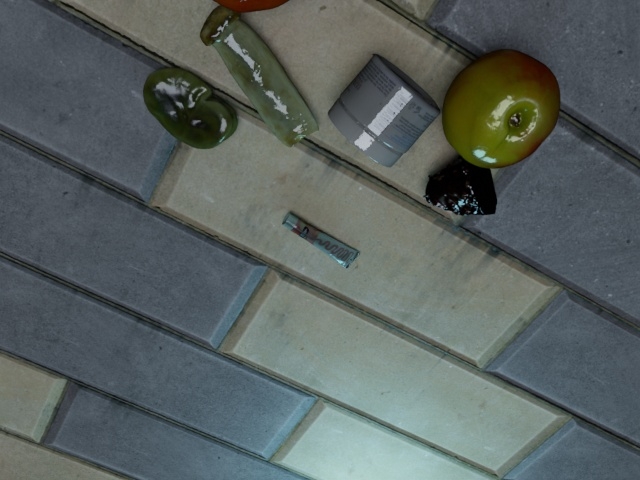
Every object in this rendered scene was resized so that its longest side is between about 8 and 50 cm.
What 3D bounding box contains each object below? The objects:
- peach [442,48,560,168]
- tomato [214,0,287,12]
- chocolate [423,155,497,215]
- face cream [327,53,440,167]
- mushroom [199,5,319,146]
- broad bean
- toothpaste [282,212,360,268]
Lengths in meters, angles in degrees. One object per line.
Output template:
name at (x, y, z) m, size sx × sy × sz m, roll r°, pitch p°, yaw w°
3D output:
peach at (0.346, -0.253, 1.026) m, size 0.231 × 0.231 × 0.230 m, roll 1°, pitch 119°, yaw 2°
tomato at (-0.124, -0.524, 0.895) m, size 0.256 × 0.224 × 0.255 m, roll 0°, pitch 115°, yaw 0°
chocolate at (0.298, -0.115, 1.169) m, size 0.133 × 0.156 × 0.156 m, roll -11°, pitch 121°, yaw 37°
face cream at (0.128, -0.260, 1.054) m, size 0.177 × 0.177 × 0.153 m, roll 35°, pitch 112°, yaw -15°
mushroom at (-0.122, -0.334, 1.085) m, size 0.100 × 0.081 × 0.312 m, roll -29°, pitch 118°, yaw 21°
broad bean at (-0.281, -0.278, 1.135) m, size 0.207 × 0.072 × 0.153 m, roll 28°, pitch 115°, yaw 1°
toothpaste at (0.000, 0.000, 1.286) m, size 0.205 × 0.036 × 0.056 m, roll 32°, pitch 114°, yaw -18°
